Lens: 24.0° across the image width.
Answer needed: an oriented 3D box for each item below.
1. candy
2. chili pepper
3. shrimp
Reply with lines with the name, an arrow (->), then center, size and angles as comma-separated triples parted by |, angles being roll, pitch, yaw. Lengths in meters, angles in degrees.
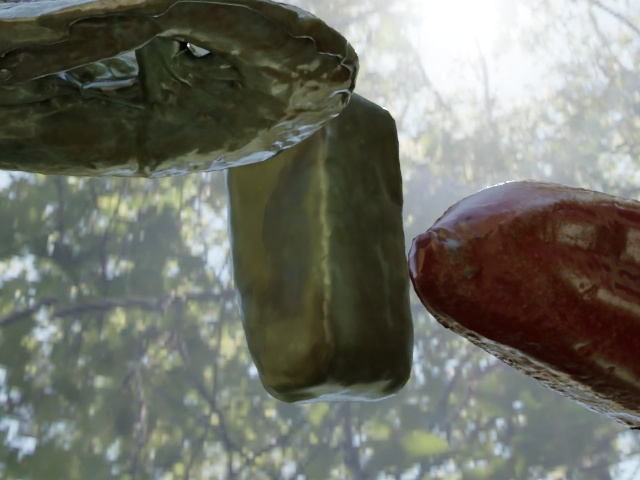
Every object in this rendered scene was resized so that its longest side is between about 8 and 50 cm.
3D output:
candy -> 0.000, 0.000, 1.073 | 0.104, 0.234, 0.102 | 12, -21, -43
chili pepper -> 0.158, 0.022, 0.977 | 0.253, 0.136, 0.144 | 24, -74, -38
shrimp -> -0.093, -0.061, 0.563 | 0.223, 0.047, 0.126 | -3, -22, -14
